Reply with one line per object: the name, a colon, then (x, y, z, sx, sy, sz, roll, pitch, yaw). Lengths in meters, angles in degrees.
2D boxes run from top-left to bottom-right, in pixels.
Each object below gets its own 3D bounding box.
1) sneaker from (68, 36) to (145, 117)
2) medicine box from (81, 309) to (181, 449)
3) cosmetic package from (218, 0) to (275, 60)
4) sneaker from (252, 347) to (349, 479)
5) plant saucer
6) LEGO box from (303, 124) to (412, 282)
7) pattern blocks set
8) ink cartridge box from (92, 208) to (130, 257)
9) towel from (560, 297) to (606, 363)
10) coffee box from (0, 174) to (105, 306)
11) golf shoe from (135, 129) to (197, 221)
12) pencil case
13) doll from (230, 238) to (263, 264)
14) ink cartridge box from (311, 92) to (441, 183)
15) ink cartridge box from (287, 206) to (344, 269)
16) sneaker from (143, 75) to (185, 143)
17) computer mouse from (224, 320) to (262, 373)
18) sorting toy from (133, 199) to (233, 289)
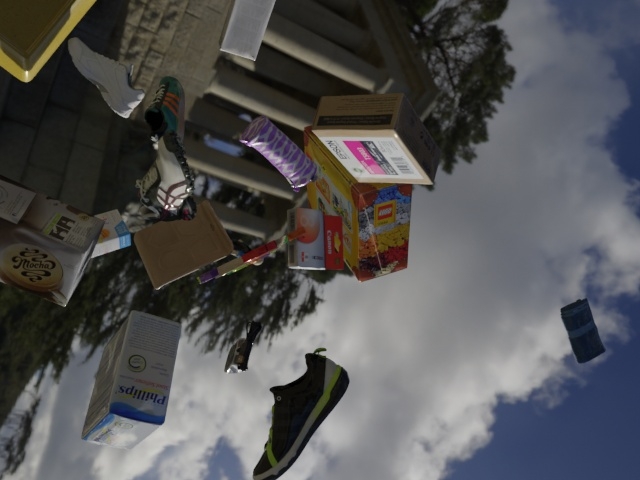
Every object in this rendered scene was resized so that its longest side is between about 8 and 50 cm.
sneaker: (-0.544, -0.438, 1.536, 0.115, 0.232, 0.090, -39, -165, 3)
medicine box: (-0.513, 0.384, 1.621, 0.263, 0.149, 0.289, -43, -144, 44)
cosmetic package: (-0.176, -0.587, 1.501, 0.060, 0.098, 0.239, -108, -143, -51)
sneaker: (-0.050, 0.276, 0.959, 0.235, 0.097, 0.084, -53, -179, -3)
plant saucer: (-0.744, -0.607, 1.435, 0.333, 0.332, 0.081, -53, -139, -4)
LEGO box: (0.120, -0.158, 2.135, 0.500, 0.193, 0.373, -124, -156, -48)
pattern blocks set: (-0.162, 0.039, 1.391, 0.285, 0.325, 0.026, -25, -88, 25)
ink cartridge box: (-0.666, -0.013, 1.752, 0.104, 0.181, 0.062, 53, -32, 26)
towel: (0.519, 0.180, 1.181, 0.029, 0.067, 0.120, -3, -72, 70)
coffee box: (-0.610, -0.014, 1.182, 0.168, 0.297, 0.119, -55, -163, 32)
golf shoe: (-0.327, -0.118, 1.249, 0.273, 0.120, 0.105, 105, -32, -57)
pencil case: (-0.100, -0.213, 1.463, 0.088, 0.206, 0.086, -52, -150, -7)
doll: (-0.254, 0.020, 1.752, 0.129, 0.188, 0.046, -64, 176, -76)
ink cartridge box: (0.123, -0.208, 1.256, 0.193, 0.234, 0.088, 5, -110, 33)
ink cartridge box: (0.000, 0.000, 1.468, 0.045, 0.179, 0.146, -12, -102, 52)
sneaker: (-0.548, -0.462, 2.070, 0.108, 0.121, 0.302, -31, -123, 36)
computer mouse: (-0.170, 0.249, 1.303, 0.193, 0.042, 0.106, 130, -26, -61)
sorting toy: (-0.333, 0.010, 1.447, 0.193, 0.208, 0.038, 54, -13, 37)
